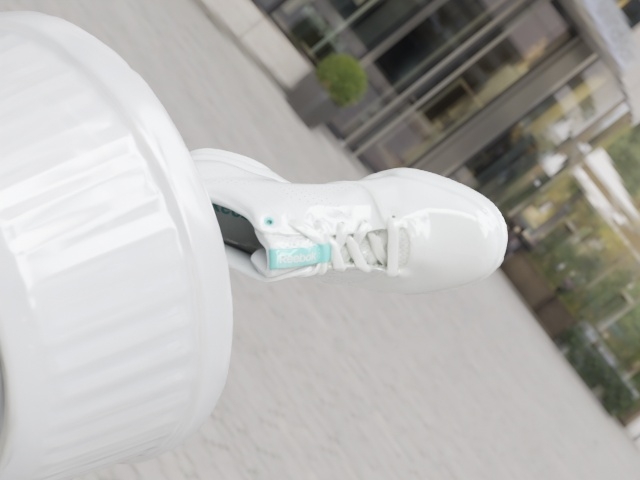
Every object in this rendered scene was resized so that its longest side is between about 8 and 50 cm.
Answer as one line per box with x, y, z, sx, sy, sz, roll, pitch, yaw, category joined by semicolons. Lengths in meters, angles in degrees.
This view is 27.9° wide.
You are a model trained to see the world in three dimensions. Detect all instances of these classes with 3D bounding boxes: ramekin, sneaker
-0.184;0.020;0.718;0.127;0.273;0.273;-27;75;-42;ramekin
0.000;0.000;0.749;0.094;0.212;0.080;-55;151;-69;sneaker
